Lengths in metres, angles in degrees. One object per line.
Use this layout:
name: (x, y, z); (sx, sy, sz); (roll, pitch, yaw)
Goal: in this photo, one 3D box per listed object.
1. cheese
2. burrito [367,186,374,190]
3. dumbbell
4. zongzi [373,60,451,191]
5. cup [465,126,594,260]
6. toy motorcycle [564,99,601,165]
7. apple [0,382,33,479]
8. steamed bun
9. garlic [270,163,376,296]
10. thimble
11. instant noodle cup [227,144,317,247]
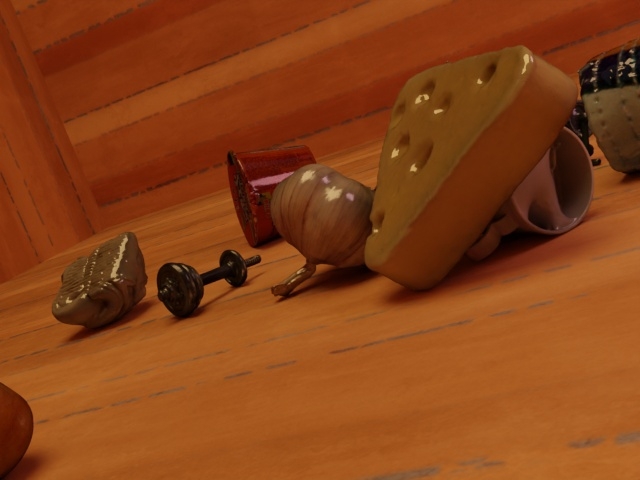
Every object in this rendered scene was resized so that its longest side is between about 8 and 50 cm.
cheese: (0.191, -0.146, 1.292); (0.384, 0.104, 0.383); (-49, 25, 33)
burrito: (0.075, -0.089, 1.994); (0.087, 0.060, 0.226); (-34, 9, -12)
dumbbell: (-0.217, 0.071, 1.689); (0.255, 0.110, 0.110); (-22, 9, -41)
zongzi: (0.192, -0.172, 1.625); (0.123, 0.289, 0.260); (21, 35, 23)
cup: (0.278, -0.079, 1.327); (0.221, 0.166, 0.202); (-22, 7, -26)
toy motorcycle: (0.408, -0.165, 1.661); (0.275, 0.127, 0.205); (-34, 15, -28)
apple: (-0.469, 0.247, 1.090); (0.182, 0.182, 0.155); (-7, 47, 52)
steamed bun: (-0.468, 0.107, 1.867); (0.211, 0.144, 0.218); (-25, 39, 19)
garlic: (0.000, 0.000, 1.489); (0.253, 0.245, 0.245); (-58, 13, 0)
thimble: (0.551, -0.226, 1.437); (0.150, 0.237, 0.237); (-17, 10, 42)
instant noodle cup: (-0.109, -0.126, 2.124); (0.192, 0.250, 0.250); (-15, 9, -14)
